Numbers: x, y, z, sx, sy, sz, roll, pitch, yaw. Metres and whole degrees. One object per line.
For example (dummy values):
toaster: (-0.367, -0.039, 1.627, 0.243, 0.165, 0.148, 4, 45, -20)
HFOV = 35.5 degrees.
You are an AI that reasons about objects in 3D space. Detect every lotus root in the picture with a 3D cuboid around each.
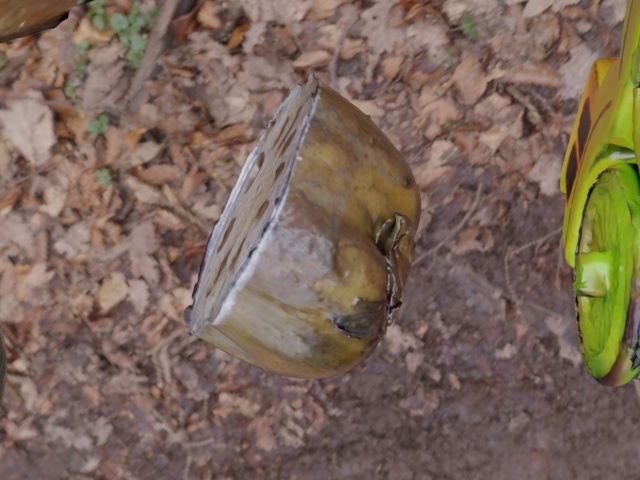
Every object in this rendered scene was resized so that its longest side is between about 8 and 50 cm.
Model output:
lotus root: (0.000, 0.000, 0.946, 0.192, 0.272, 0.272, 28, 121, -7)

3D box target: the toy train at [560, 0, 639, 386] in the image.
toy train: (0.150, -0.071, 0.330, 0.100, 0.161, 0.296, 7, 137, 3)

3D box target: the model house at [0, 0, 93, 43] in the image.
model house: (-0.128, -0.245, 0.494, 0.291, 0.253, 0.184, -29, 91, 44)

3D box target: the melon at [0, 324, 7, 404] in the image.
melon: (-0.379, 0.094, 0.898, 0.182, 0.182, 0.288, 20, 135, 15)
